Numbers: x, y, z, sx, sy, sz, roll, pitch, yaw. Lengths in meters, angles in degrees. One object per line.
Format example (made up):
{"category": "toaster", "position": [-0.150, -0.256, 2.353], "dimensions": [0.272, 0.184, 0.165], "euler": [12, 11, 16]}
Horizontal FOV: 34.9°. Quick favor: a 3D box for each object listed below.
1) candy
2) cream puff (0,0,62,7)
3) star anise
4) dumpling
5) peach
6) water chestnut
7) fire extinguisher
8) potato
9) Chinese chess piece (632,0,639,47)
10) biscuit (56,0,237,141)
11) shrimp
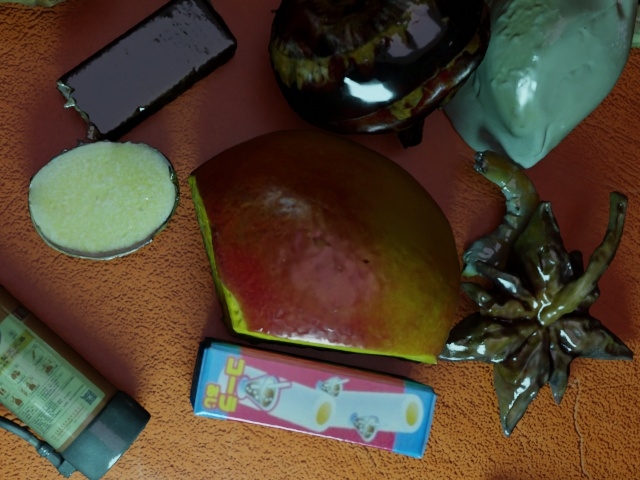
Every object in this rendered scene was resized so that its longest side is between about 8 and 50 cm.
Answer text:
{"category": "candy", "position": [-0.015, 0.206, 1.354], "dimensions": [0.306, 0.157, 0.100], "euler": [11, 85, -9]}
{"category": "cream puff", "position": [-0.402, -0.460, 1.290], "dimensions": [0.343, 0.231, 0.327], "euler": [4, 104, 33]}
{"category": "star anise", "position": [0.315, 0.100, 1.427], "dimensions": [0.349, 0.109, 0.292], "euler": [-27, 115, -12]}
{"category": "dumpling", "position": [0.309, -0.289, 1.414], "dimensions": [0.270, 0.212, 0.320], "euler": [42, 80, -8]}
{"category": "peach", "position": [0.000, 0.000, 1.324], "dimensions": [0.380, 0.242, 0.306], "euler": [13, 73, -4]}
{"category": "water chestnut", "position": [0.088, -0.250, 1.363], "dimensions": [0.300, 0.300, 0.300], "euler": [1, 86, -9]}
{"category": "fire extinguisher", "position": [-0.416, 0.171, 1.312], "dimensions": [0.376, 0.113, 0.200], "euler": [44, 81, -4]}
{"category": "potato", "position": [-0.290, -0.060, 1.368], "dimensions": [0.200, 0.081, 0.164], "euler": [-16, 97, -7]}
{"category": "Chinese chess piece", "position": [0.476, -0.381, 1.514], "dimensions": [0.188, 0.083, 0.188], "euler": [0, 88, -8]}
{"category": "biscuit", "position": [-0.238, -0.234, 1.392], "dimensions": [0.252, 0.070, 0.106], "euler": [-38, 92, -10]}
{"category": "shrimp", "position": [0.240, -0.038, 1.450], "dimensions": [0.161, 0.049, 0.166], "euler": [-36, 109, -9]}
